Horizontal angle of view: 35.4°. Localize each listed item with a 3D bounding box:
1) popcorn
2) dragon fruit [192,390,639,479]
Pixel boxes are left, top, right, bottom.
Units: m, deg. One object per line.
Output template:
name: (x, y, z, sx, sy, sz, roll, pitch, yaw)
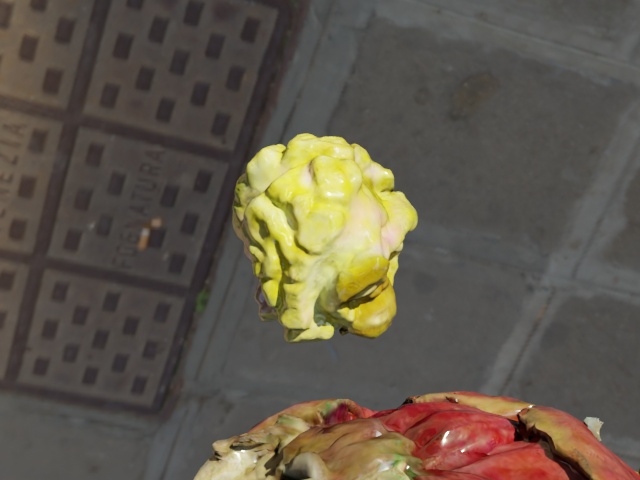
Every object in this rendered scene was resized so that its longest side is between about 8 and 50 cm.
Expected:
popcorn: (0.000, 0.000, 0.686, 0.126, 0.126, 0.145, 5, 104, 11)
dragon fruit: (0.061, 0.225, 0.441, 0.329, 0.329, 0.329, -4, 118, -7)
